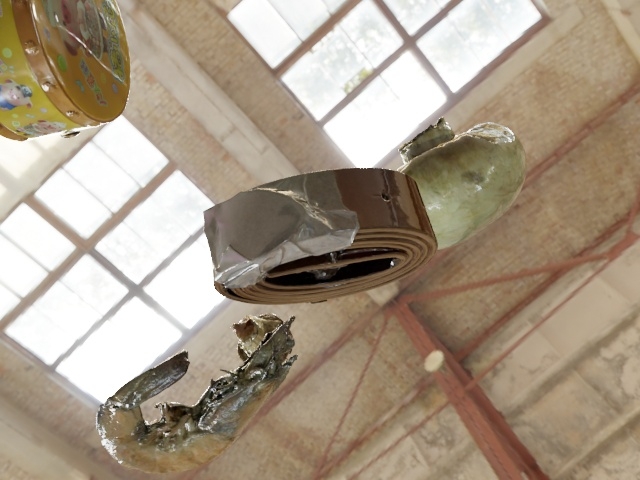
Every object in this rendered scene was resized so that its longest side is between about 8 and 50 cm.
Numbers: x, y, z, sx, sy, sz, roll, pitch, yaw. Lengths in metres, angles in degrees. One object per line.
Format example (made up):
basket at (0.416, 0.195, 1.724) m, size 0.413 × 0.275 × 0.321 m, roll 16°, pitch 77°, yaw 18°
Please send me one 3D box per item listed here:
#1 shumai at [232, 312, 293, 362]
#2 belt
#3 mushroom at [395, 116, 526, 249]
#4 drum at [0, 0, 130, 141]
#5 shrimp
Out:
shumai at (-0.140, 0.219, 1.781) m, size 0.146 × 0.116 × 0.145 m, roll -8°, pitch -127°, yaw 11°
belt at (0.000, 0.000, 1.137) m, size 0.217 × 0.339 × 0.122 m, roll 110°, pitch -31°, yaw -57°
mushroom at (0.282, -0.130, 1.707) m, size 0.352 × 0.260 × 0.352 m, roll -33°, pitch 177°, yaw -2°
drum at (-0.589, -0.425, 1.643) m, size 0.214 × 0.431 × 0.431 m, roll -10°, pitch -145°, yaw 13°
shrimp at (-0.212, 0.265, 1.368) m, size 0.445 × 0.272 × 0.085 m, roll -43°, pitch -141°, yaw 20°
